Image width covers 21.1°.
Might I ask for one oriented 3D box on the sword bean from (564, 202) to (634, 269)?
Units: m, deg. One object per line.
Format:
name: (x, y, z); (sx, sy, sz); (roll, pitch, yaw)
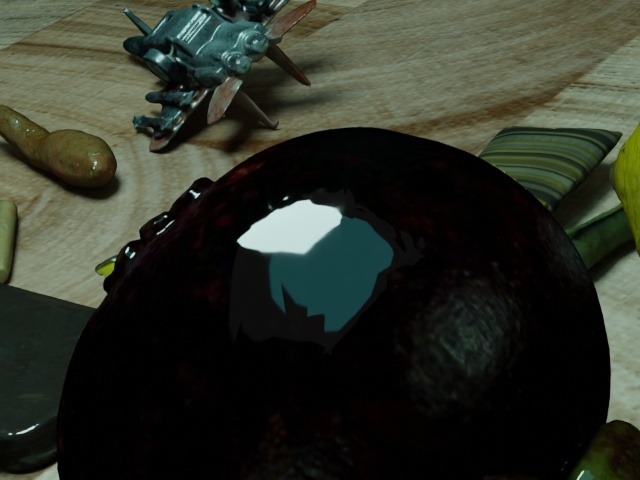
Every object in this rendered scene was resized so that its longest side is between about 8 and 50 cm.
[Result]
sword bean: (0.178, 0.011, 1.220); (0.269, 0.038, 0.043); (-27, 43, -30)

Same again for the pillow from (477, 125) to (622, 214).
pillow: (0.143, -0.035, 1.317); (0.113, 0.038, 0.203); (3, 31, 37)

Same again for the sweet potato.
sweet potato: (-0.245, -0.087, 1.547); (0.050, 0.050, 0.214); (-28, 33, -31)

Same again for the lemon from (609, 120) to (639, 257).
lemon: (0.293, -0.033, 1.116); (0.193, 0.180, 0.180); (18, 27, -5)

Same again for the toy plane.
toy plane: (-0.128, -0.183, 1.641); (0.223, 0.104, 0.326); (-51, 36, -12)

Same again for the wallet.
wallet: (-0.259, 0.077, 1.244); (0.309, 0.042, 0.165); (15, 33, 38)

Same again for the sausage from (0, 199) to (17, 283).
sausage: (-0.264, -0.002, 1.420); (0.024, 0.024, 0.132); (-11, 28, -1)

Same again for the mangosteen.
mangosteen: (0.029, 0.092, 0.869); (0.313, 0.297, 0.297); (19, 23, -13)

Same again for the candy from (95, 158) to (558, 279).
candy: (0.000, 0.000, 1.227); (0.297, 0.081, 0.187); (-22, 24, -13)
